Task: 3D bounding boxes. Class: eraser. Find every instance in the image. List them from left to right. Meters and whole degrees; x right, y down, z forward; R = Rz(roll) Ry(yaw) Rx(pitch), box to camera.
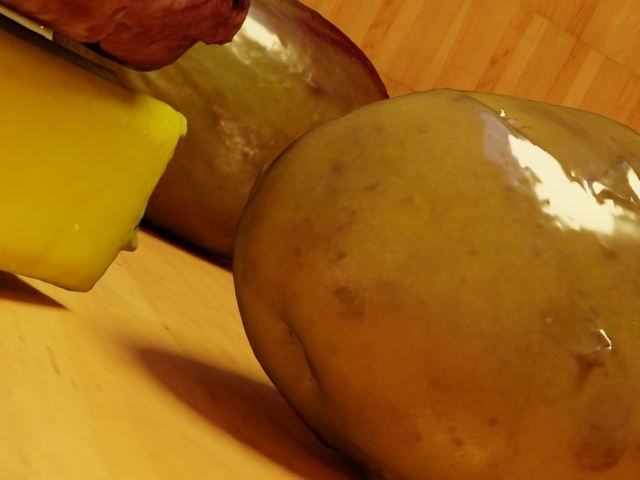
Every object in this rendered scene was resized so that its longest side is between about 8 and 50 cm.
[{"bbox_3d":[-0.152,-0.056,0.376,0.158,0.069,0.226,31,5,26],"label":"eraser"}]

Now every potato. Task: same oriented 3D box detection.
[{"bbox_3d":[0.060,0.022,0.448,0.176,0.137,0.137,22,7,-47],"label":"potato"}]

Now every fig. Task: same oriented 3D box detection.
[{"bbox_3d":[-0.071,-0.088,0.732,0.170,0.145,0.274,30,-11,34],"label":"fig"}]

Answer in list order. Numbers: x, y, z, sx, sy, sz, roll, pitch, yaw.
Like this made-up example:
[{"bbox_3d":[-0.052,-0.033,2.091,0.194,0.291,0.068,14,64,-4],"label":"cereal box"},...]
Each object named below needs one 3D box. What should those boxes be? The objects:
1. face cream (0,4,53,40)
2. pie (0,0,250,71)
[{"bbox_3d":[-0.171,-0.175,1.061,0.218,0.179,0.218,28,3,-2],"label":"face cream"},{"bbox_3d":[-0.103,-0.098,0.404,0.182,0.049,0.182,26,2,-1],"label":"pie"}]
